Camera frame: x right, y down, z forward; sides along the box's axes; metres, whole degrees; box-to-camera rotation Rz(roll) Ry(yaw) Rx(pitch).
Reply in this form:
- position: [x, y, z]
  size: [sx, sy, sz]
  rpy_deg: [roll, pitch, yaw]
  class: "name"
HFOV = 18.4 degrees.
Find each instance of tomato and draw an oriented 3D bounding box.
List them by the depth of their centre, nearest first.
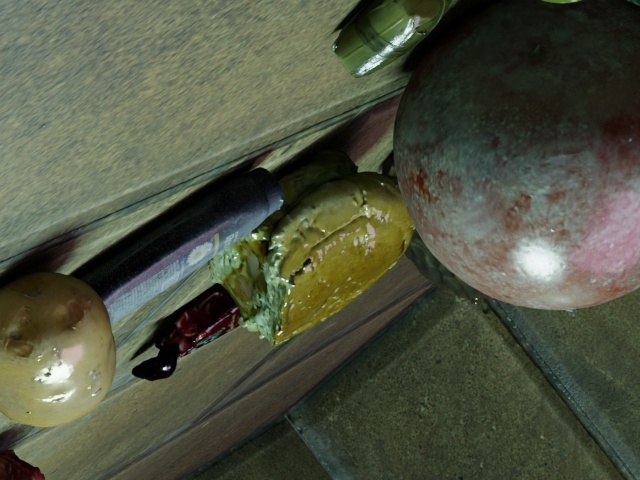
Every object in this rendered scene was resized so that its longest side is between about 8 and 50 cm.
- position: [0.226, -0.088, 1.903]
  size: [0.316, 0.317, 0.282]
  rpy_deg: [-36, 140, -10]
  class: "tomato"

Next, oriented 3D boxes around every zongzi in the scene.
- position: [0.068, -0.187, 1.596]
  size: [0.104, 0.052, 0.113]
  rpy_deg: [-34, -170, 46]
  class: "zongzi"

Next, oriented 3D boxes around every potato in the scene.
- position: [-0.228, 0.088, 1.628]
  size: [0.178, 0.118, 0.109]
  rpy_deg: [98, 8, -61]
  class: "potato"

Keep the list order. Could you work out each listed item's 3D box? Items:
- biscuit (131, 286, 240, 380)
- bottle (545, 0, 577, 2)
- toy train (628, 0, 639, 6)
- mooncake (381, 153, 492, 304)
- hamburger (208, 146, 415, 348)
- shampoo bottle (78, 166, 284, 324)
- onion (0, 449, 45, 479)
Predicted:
- position: [-0.117, 0.092, 2.340]
  size: [0.235, 0.063, 0.151]
  rpy_deg: [-33, 171, -13]
  class: "biscuit"
- position: [0.188, -0.241, 1.544]
  size: [0.112, 0.112, 0.260]
  rpy_deg: [-39, 173, 11]
  class: "bottle"
- position: [0.437, -0.280, 2.149]
  size: [0.301, 0.202, 0.120]
  rpy_deg: [-35, 177, -20]
  class: "toy train"
- position: [0.173, -0.034, 2.338]
  size: [0.124, 0.228, 0.228]
  rpy_deg: [-34, 172, -22]
  class: "mooncake"
- position: [0.000, 0.000, 2.078]
  size: [0.211, 0.132, 0.309]
  rpy_deg: [-33, 170, -16]
  class: "hamburger"
- position: [-0.134, 0.009, 1.798]
  size: [0.233, 0.049, 0.087]
  rpy_deg: [-34, 170, -23]
  class: "shampoo bottle"
- position: [-0.403, 0.339, 2.226]
  size: [0.230, 0.163, 0.230]
  rpy_deg: [11, 90, -82]
  class: "onion"
